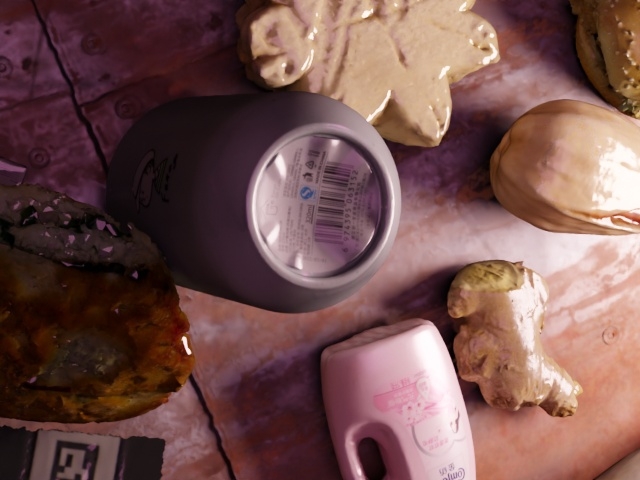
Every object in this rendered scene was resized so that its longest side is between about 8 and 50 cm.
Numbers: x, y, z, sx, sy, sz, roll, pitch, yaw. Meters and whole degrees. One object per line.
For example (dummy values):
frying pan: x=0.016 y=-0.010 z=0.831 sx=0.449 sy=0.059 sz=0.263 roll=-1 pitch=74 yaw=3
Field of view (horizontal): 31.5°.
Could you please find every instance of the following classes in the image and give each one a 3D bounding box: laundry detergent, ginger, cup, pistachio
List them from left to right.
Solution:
cup: x=-0.066 y=-0.043 z=1.084 sx=0.205 sy=0.312 sz=0.206 roll=-2 pitch=94 yaw=-26
laundry detergent: x=0.103 y=0.264 z=1.276 sx=0.159 sy=0.088 sz=0.335 roll=-16 pitch=98 yaw=-13
ginger: x=0.218 y=0.127 z=1.309 sx=0.137 sy=0.074 sz=0.213 roll=-25 pitch=106 yaw=-13
pistachio: x=0.296 y=-0.075 z=1.274 sx=0.229 sy=0.157 sz=0.157 roll=13 pitch=90 yaw=-25

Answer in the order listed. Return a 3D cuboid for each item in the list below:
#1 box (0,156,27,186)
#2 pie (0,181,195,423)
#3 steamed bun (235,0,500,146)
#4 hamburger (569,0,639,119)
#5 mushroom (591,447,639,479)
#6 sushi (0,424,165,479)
box: x=-0.344 y=-0.031 z=1.162 sx=0.050 sy=0.036 sz=0.117 roll=20 pitch=88 yaw=-15
pie: x=-0.293 y=0.077 z=1.074 sx=0.354 sy=0.103 sz=0.288 roll=13 pitch=135 yaw=-16
steamed bun: x=0.045 y=-0.230 z=1.208 sx=0.295 sy=0.137 sz=0.292 roll=-40 pitch=101 yaw=-16
hamburger: x=0.406 y=-0.243 z=1.310 sx=0.215 sy=0.122 sz=0.190 roll=-20 pitch=96 yaw=-15
mushroom: x=0.359 y=0.331 z=1.322 sx=0.397 sy=0.177 sz=0.126 roll=-38 pitch=63 yaw=-8
sushi: x=-0.353 y=0.339 z=1.157 sx=0.372 sy=0.100 sz=0.297 roll=5 pitch=75 yaw=-3
